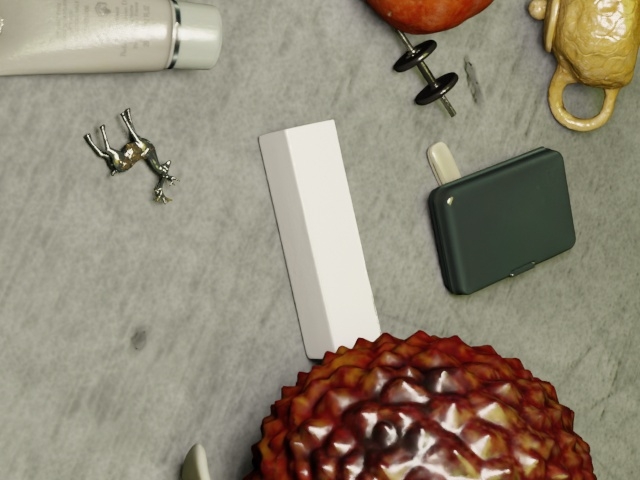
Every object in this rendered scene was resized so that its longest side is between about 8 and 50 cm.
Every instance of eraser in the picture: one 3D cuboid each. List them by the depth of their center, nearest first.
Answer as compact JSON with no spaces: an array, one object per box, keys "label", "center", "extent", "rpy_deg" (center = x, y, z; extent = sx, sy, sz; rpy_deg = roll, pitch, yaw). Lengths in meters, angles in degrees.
[{"label":"eraser","center":[0.000,0.000,1.688],"extent":[0.076,0.078,0.298],"rpy_deg":[-16,95,-31]}]

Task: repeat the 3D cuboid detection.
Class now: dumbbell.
[{"label":"dumbbell","center":[0.145,-0.230,1.795],"extent":[0.069,0.069,0.147],"rpy_deg":[-45,109,-25]}]

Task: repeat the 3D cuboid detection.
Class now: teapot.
[{"label":"teapot","center":[0.382,-0.313,1.901],"extent":[0.203,0.167,0.311],"rpy_deg":[-54,152,-66]}]

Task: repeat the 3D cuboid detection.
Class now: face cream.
[{"label":"face cream","center":[-0.272,-0.251,1.539],"extent":[0.314,0.089,0.143],"rpy_deg":[2,87,-23]}]

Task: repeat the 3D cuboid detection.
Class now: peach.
[{"label":"peach","center":[0.156,-0.397,1.702],"extent":[0.232,0.256,0.232],"rpy_deg":[10,67,-23]}]

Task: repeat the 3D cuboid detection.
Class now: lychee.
[{"label":"lychee","center":[0.145,0.330,1.572],"extent":[0.500,0.424,0.425],"rpy_deg":[34,70,-16]}]

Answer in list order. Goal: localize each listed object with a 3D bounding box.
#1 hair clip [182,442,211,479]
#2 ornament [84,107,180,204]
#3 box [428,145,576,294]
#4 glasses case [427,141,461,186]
[{"label":"hair clip","center":[-0.129,0.391,1.553],"extent":[0.113,0.172,0.282],"rpy_deg":[-27,89,-21]},{"label":"ornament","center":[-0.222,-0.094,1.589],"extent":[0.073,0.028,0.125],"rpy_deg":[-40,105,-27]},{"label":"box","center":[0.260,-0.030,1.853],"extent":[0.230,0.050,0.160],"rpy_deg":[-21,108,-31]},{"label":"glasses case","center":[0.175,-0.098,1.833],"extent":[0.032,0.021,0.083],"rpy_deg":[-32,106,-27]}]
